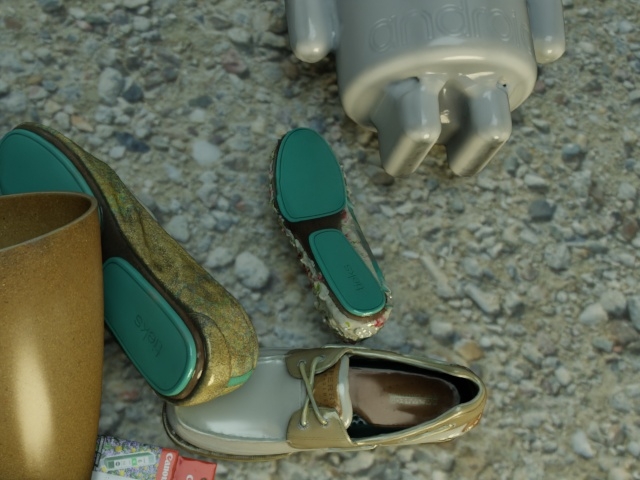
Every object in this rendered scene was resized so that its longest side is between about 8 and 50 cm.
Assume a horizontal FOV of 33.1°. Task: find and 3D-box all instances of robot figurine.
[{"bbox_3d":[0.110,-0.244,1.103,0.300,0.200,0.353,-1,71,-15],"label":"robot figurine"}]

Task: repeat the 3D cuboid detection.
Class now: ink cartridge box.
[{"bbox_3d":[-0.156,0.221,0.988,0.115,0.029,0.062,13,69,-5],"label":"ink cartridge box"}]

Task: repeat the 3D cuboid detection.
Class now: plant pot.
[{"bbox_3d":[-0.279,0.110,0.899,0.237,0.237,0.254,-13,107,-14],"label":"plant pot"}]

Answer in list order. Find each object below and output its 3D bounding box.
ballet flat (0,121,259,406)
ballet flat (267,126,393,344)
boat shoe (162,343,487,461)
[{"bbox_3d":[-0.179,0.017,1.004,0.123,0.123,0.348,-34,60,-19],"label":"ballet flat"},{"bbox_3d":[0.000,0.000,1.061,0.091,0.077,0.240,-8,58,-17],"label":"ballet flat"},{"bbox_3d":[0.005,0.143,1.003,0.303,0.103,0.113,-3,72,-11],"label":"boat shoe"}]
